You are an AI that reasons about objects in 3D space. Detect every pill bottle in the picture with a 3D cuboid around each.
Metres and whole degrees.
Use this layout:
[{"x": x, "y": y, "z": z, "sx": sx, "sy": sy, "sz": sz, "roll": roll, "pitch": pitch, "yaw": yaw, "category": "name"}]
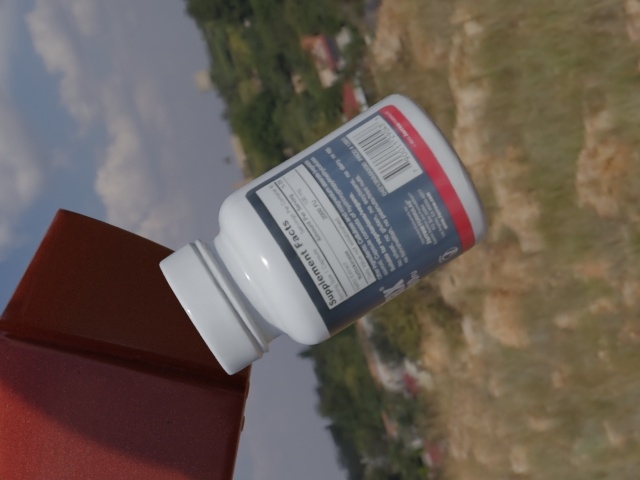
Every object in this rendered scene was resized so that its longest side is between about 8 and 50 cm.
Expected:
[{"x": 0.000, "y": 0.000, "z": 0.760, "sx": 0.108, "sy": 0.180, "sz": 0.108, "roll": 58, "pitch": 176, "yaw": 7, "category": "pill bottle"}]

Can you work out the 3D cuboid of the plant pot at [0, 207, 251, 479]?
[{"x": -0.192, "y": 0.155, "z": 1.297, "sx": 0.267, "sy": 0.236, "sz": 0.267, "roll": -86, "pitch": 6, "yaw": -63, "category": "plant pot"}]
